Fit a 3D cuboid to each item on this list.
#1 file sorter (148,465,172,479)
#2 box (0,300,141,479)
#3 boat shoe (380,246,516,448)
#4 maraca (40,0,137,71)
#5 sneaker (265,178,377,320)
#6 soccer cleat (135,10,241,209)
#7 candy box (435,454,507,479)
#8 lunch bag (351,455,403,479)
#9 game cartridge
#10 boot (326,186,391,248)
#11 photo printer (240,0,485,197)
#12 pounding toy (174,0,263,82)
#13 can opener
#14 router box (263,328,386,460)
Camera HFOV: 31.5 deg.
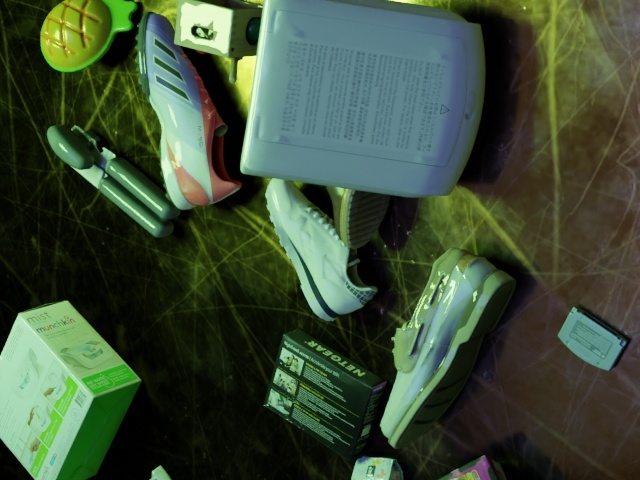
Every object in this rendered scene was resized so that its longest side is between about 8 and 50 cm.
[{"bbox_3d":[-0.263,0.561,1.906,0.278,0.173,0.193,51,155,17],"label":"file sorter"},{"bbox_3d":[-0.486,0.289,2.091,0.231,0.126,0.262,42,122,24],"label":"box"},{"bbox_3d":[0.158,0.150,1.593,0.103,0.113,0.302,38,109,26],"label":"boat shoe"},{"bbox_3d":[-0.390,-0.359,1.902,0.185,0.099,0.127,-33,76,12],"label":"maraca"},{"bbox_3d":[0.000,0.000,1.700,0.094,0.090,0.235,-30,85,25],"label":"sneaker"},{"bbox_3d":[-0.209,-0.212,1.803,0.116,0.108,0.318,-12,91,18],"label":"soccer cleat"},{"bbox_3d":[0.171,0.425,1.581,0.233,0.071,0.159,-30,59,14],"label":"candy box"},{"bbox_3d":[0.086,0.371,1.725,0.071,0.053,0.083,-3,89,36],"label":"lunch bag"},{"bbox_3d":[0.356,0.131,1.492,0.083,0.017,0.056,37,116,26],"label":"game cartridge"},{"bbox_3d":[0.009,-0.129,1.672,0.206,0.090,0.249,22,113,44],"label":"boot"},{"bbox_3d":[0.061,-0.192,1.503,0.307,0.107,0.256,7,102,-6],"label":"photo printer"},{"bbox_3d":[-0.136,-0.302,1.696,0.141,0.130,0.100,20,111,32],"label":"pounding toy"},{"bbox_3d":[-0.358,-0.101,1.940,0.280,0.093,0.074,36,118,20],"label":"can opener"},{"bbox_3d":[0.005,0.237,1.760,0.178,0.046,0.133,29,115,29],"label":"router box"}]
